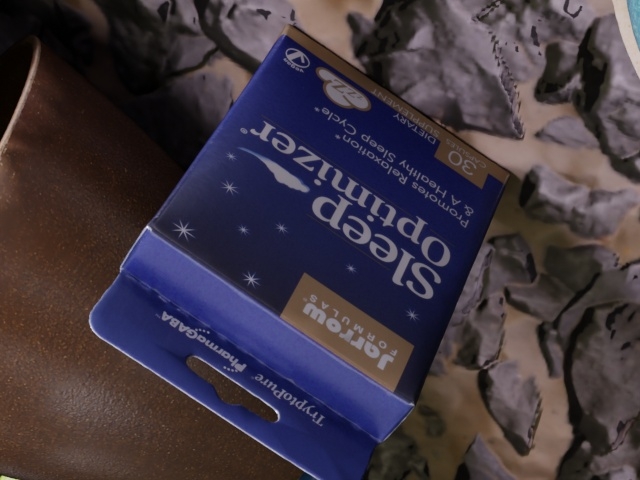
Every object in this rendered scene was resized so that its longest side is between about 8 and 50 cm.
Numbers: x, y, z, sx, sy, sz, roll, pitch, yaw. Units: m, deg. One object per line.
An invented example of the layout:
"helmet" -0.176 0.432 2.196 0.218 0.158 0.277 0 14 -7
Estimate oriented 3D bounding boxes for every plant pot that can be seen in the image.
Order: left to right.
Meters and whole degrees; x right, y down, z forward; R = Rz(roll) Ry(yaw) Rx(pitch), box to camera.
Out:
"plant pot" -0.109 0.045 0.870 0.230 0.215 0.215 32 132 -20

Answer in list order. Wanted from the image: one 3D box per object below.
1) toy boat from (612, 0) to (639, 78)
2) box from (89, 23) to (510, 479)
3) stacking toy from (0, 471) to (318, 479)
"toy boat" 0.145 -0.138 0.643 0.318 0.148 0.267 18 130 9
"box" 0.000 0.000 0.755 0.136 0.225 0.036 34 130 -4
"stacking toy" -0.158 0.155 1.010 0.302 0.166 0.175 32 124 17
